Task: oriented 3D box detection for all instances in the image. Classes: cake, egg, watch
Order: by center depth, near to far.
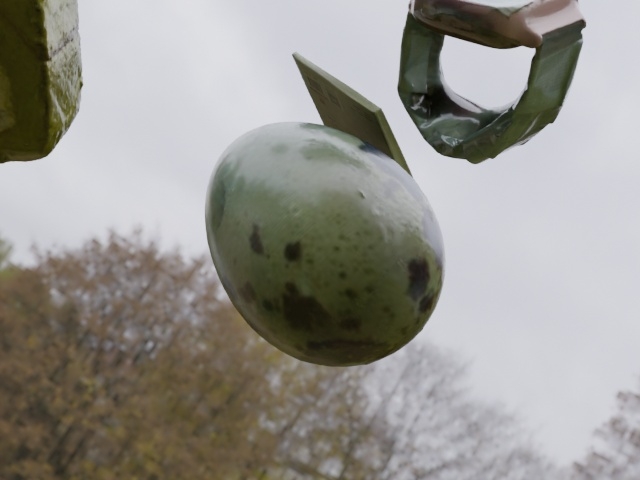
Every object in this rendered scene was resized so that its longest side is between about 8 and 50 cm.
[{"bbox_3d":[-0.377,-0.220,1.591,0.179,0.156,0.260,8,-61,8],"label":"cake"},{"bbox_3d":[0.205,-0.214,1.759,0.253,0.161,0.241,27,-52,44],"label":"watch"},{"bbox_3d":[0.000,0.000,2.175,0.428,0.345,0.345,46,-13,24],"label":"egg"}]

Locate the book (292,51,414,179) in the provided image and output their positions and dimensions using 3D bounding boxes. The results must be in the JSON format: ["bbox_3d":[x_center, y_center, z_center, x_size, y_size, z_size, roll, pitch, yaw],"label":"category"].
[{"bbox_3d":[0.062,-0.180,2.304,0.215,0.025,0.283,38,-13,32],"label":"book"}]
